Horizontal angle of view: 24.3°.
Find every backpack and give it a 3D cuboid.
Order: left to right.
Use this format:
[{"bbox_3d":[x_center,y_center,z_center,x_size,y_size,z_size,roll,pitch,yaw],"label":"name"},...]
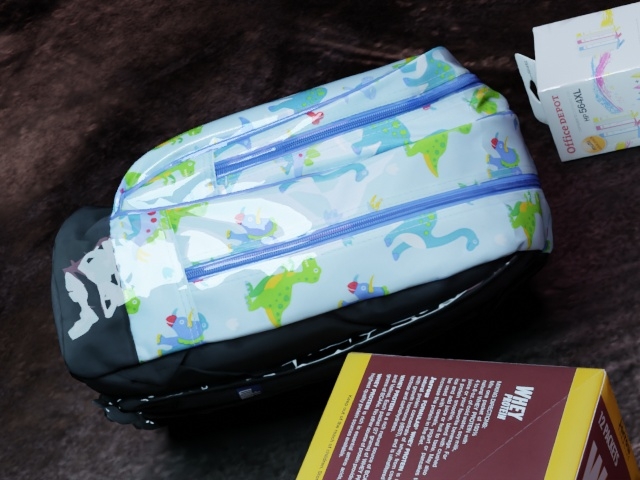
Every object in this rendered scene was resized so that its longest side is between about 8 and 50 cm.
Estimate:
[{"bbox_3d":[0.000,0.000,1.152,0.356,0.290,0.273,-6,78,8],"label":"backpack"}]

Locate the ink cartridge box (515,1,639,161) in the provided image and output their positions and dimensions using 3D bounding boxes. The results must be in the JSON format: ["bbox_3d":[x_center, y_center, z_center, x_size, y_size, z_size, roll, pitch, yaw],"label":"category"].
[{"bbox_3d":[0.249,-0.138,1.302,0.143,0.092,0.090,-13,43,16],"label":"ink cartridge box"}]

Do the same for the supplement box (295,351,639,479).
[{"bbox_3d":[0.095,0.194,1.008,0.194,0.129,0.191,1,48,28],"label":"supplement box"}]
